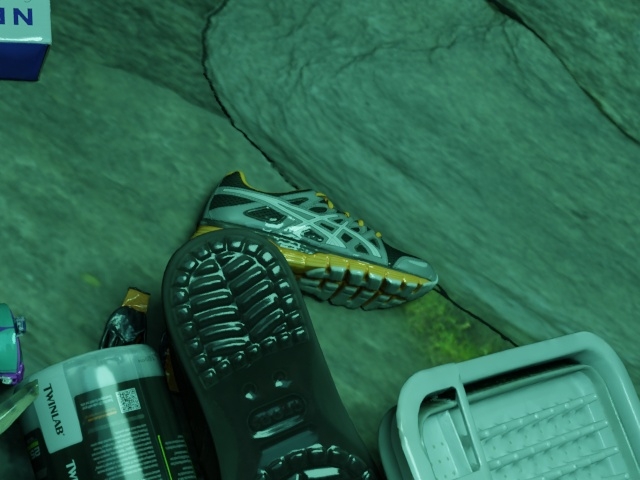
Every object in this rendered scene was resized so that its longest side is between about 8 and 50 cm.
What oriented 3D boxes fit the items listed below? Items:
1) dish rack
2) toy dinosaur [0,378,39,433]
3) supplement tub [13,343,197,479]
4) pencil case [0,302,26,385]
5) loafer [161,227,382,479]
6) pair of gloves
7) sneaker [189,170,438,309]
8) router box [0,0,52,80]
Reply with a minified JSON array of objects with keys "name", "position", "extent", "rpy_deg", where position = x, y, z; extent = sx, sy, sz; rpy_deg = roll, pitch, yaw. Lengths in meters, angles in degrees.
[{"name":"dish rack","position":[0.177,0.230,1.132],"extent":[0.333,0.072,0.285],"rpy_deg":[-8,73,-49]},{"name":"toy dinosaur","position":[-0.332,0.174,1.020],"extent":[0.268,0.064,0.118],"rpy_deg":[-6,106,-5]},{"name":"supplement tub","position":[-0.153,0.183,1.066],"extent":[0.117,0.117,0.190],"rpy_deg":[-14,77,-22]},{"name":"pencil case","position":[-0.301,0.089,1.073],"extent":[0.152,0.064,0.070],"rpy_deg":[-8,51,-20]},{"name":"loafer","position":[-0.032,0.164,1.108],"extent":[0.134,0.130,0.365],"rpy_deg":[-14,96,-12]},{"name":"pair of gloves","position":[-0.136,0.083,1.161],"extent":[0.083,0.010,0.074],"rpy_deg":[23,68,-10]},{"name":"sneaker","position":[0.000,0.000,1.196],"extent":[0.215,0.084,0.083],"rpy_deg":[16,64,-12]},{"name":"router box","position":[-0.395,-0.288,1.151],"extent":[0.335,0.082,0.301],"rpy_deg":[-1,73,-19]}]
